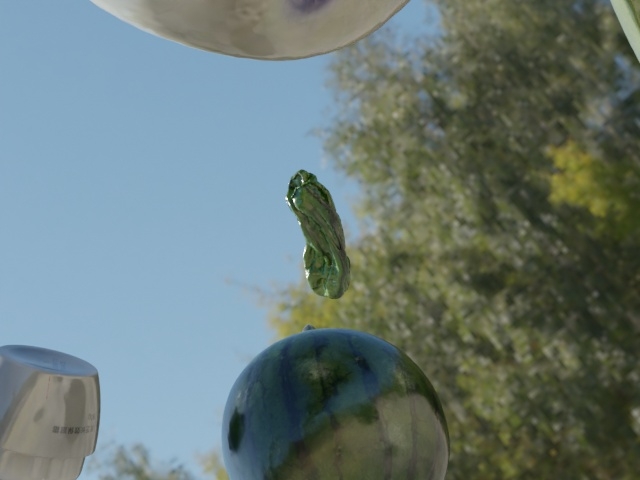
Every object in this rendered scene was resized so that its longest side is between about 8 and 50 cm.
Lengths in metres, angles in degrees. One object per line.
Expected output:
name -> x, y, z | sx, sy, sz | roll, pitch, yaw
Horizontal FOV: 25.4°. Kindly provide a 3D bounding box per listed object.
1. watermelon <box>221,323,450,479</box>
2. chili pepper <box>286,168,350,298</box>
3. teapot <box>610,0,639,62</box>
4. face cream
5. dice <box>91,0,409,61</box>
watermelon -> 0.010, 0.155, 1.181 | 0.188, 0.214, 0.188 | -7, -28, -4
chili pepper -> 0.000, 0.000, 0.887 | 0.030, 0.034, 0.091 | -17, -60, -2
teapot -> 0.325, -0.153, 0.687 | 0.322, 0.239, 0.239 | -15, -2, -14
face cream -> -0.249, 0.152, 1.236 | 0.117, 0.117, 0.104 | 5, -80, -60
dice -> -0.033, -0.318, 0.970 | 0.304, 0.277, 0.304 | -22, -36, -51
